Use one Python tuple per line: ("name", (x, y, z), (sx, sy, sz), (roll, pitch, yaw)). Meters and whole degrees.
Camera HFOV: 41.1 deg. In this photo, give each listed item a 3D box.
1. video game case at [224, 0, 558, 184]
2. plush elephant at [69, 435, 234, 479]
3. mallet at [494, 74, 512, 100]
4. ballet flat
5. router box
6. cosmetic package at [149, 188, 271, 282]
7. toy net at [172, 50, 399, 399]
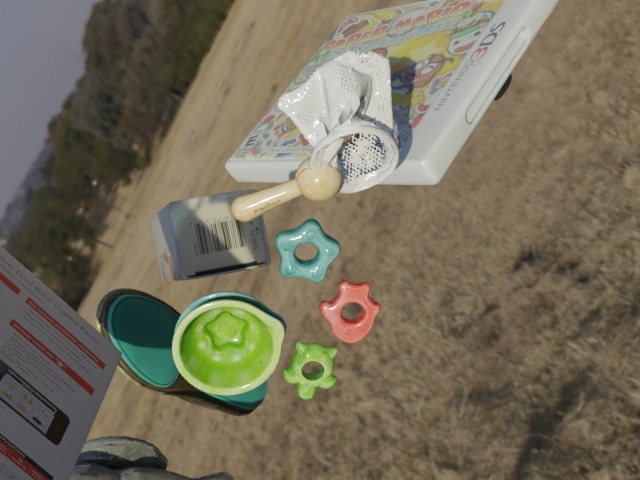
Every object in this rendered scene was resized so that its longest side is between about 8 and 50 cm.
("video game case", (0.051, -0.126, 0.692), (0.227, 0.026, 0.206), (5, 51, 48))
("plush elephant", (-0.326, 0.359, 1.072), (0.255, 0.330, 0.271), (-8, 55, 58))
("mallet", (0.145, -0.166, 1.026), (0.190, 0.062, 0.039), (-30, 33, 53))
("ballet flat", (-0.219, 0.170, 1.241), (0.123, 0.348, 0.123), (-20, 53, 29))
("router box", (-0.355, 0.091, 0.772), (0.082, 0.335, 0.301), (-41, 16, 13))
("cosmetic package", (-0.197, -0.001, 1.469), (0.296, 0.153, 0.129), (170, 89, -74))
("toy net", (0.000, 0.000, 0.529), (0.045, 0.122, 0.232), (-99, 34, -69))
